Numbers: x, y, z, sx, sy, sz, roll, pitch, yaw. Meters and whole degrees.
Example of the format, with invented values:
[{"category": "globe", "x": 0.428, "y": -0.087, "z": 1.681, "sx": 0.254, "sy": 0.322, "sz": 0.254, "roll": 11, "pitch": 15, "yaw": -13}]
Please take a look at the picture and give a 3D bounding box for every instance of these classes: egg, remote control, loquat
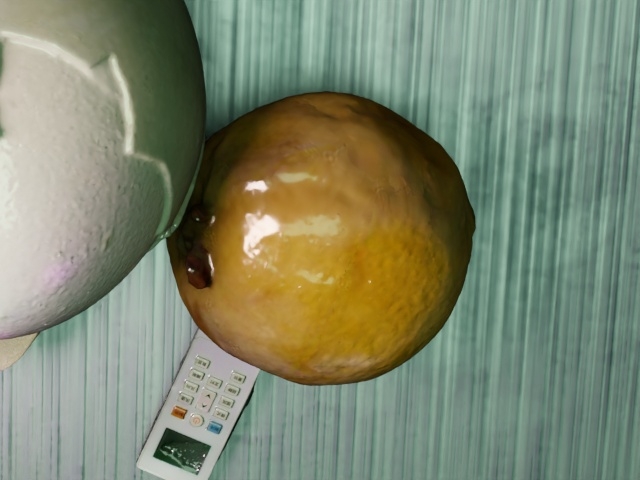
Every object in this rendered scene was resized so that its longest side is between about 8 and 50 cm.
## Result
[{"category": "egg", "x": -0.217, "y": -0.082, "z": 1.124, "sx": 0.278, "sy": 0.278, "sz": 0.336, "roll": 0, "pitch": 58, "yaw": -2}, {"category": "remote control", "x": -0.091, "y": 0.125, "z": 1.335, "sx": 0.065, "sy": 0.029, "sz": 0.166, "roll": 23, "pitch": 104, "yaw": -8}, {"category": "loquat", "x": 0.000, "y": 0.000, "z": 1.233, "sx": 0.238, "sy": 0.193, "sz": 0.238, "roll": -9, "pitch": 120, "yaw": -16}]

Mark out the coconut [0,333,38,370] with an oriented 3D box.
[{"category": "coconut", "x": -0.271, "y": 0.047, "z": 1.263, "sx": 0.116, "sy": 0.122, "sz": 0.116, "roll": 0, "pitch": 102, "yaw": -2}]
